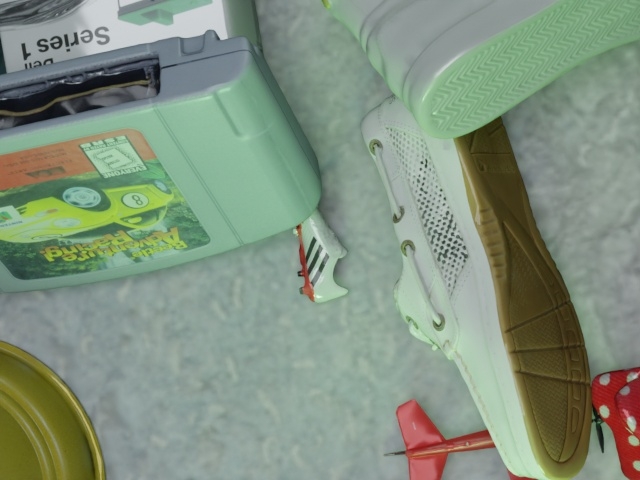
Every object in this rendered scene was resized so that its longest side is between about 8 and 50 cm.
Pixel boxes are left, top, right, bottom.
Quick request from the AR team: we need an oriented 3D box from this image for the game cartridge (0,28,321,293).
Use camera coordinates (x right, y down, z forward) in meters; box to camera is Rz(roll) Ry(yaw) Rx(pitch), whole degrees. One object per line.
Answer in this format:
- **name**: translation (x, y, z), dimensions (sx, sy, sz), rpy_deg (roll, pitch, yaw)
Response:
- **game cartridge**: translation (-0.157, -0.039, 1.239), dimensions (0.294, 0.196, 0.060), rpy_deg (-11, 64, 12)

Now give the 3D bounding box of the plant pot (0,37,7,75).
- **plant pot**: translation (-0.364, -0.158, 1.274), dimensions (0.293, 0.196, 0.293), rpy_deg (0, 90, 10)

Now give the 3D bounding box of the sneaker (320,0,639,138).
- **sneaker**: translation (0.141, -0.196, 1.228), dimensions (0.292, 0.108, 0.169), rpy_deg (-28, 53, -16)

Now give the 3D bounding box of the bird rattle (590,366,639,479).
- **bird rattle**: translation (0.294, 0.061, 1.219), dimensions (0.253, 0.143, 0.207), rpy_deg (-10, 76, 22)

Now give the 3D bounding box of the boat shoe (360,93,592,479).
- **boat shoe**: translation (0.095, 0.030, 1.248), dimensions (0.096, 0.098, 0.277), rpy_deg (-25, 72, 31)

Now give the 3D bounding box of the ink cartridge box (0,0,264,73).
- **ink cartridge box**: translation (-0.132, -0.174, 1.285), dimensions (0.160, 0.092, 0.219), rpy_deg (-11, 87, 10)

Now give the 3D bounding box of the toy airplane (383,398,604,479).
- **toy airplane**: translation (0.113, 0.128, 1.273), dimensions (0.151, 0.028, 0.151), rpy_deg (0, 91, 10)

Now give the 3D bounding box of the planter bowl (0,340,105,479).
- **planter bowl**: translation (-0.262, 0.173, 1.308), dimensions (0.217, 0.090, 0.217), rpy_deg (0, 90, 10)

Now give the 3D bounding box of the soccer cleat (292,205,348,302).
- **soccer cleat**: translation (0.000, 0.000, 1.295), dimensions (0.035, 0.029, 0.083), rpy_deg (-6, 92, 1)
